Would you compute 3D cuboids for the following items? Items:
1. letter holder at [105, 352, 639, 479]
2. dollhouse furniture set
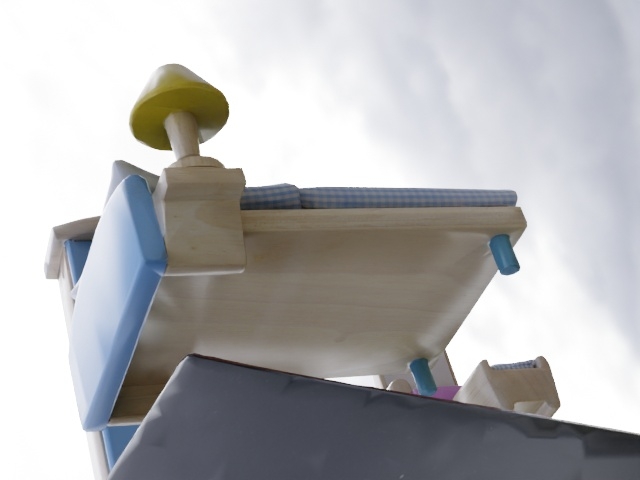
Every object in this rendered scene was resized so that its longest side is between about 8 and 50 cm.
[{"bbox_3d":[0.076,0.177,0.480,0.152,0.302,0.214,-59,-46,-28],"label":"letter holder"},{"bbox_3d":[0.000,0.000,0.767,0.286,0.303,0.198,-3,-126,-22],"label":"dollhouse furniture set"}]
